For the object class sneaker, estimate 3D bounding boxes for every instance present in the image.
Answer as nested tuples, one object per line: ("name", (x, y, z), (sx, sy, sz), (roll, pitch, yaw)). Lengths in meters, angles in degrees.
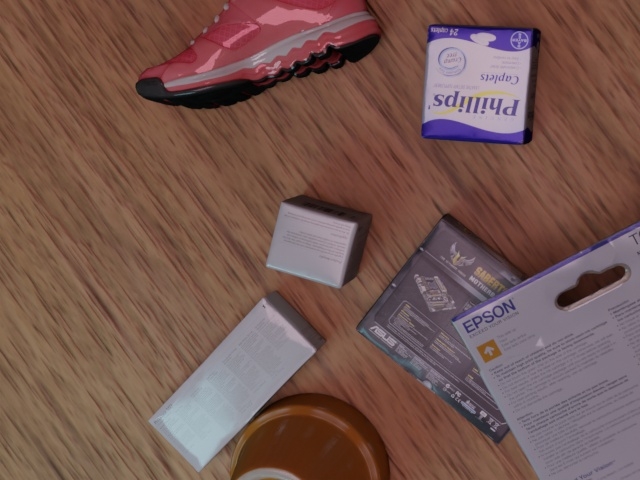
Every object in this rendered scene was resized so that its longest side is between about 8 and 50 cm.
("sneaker", (-0.086, -0.256, 1.520), (0.313, 0.116, 0.136), (-16, 83, 10))

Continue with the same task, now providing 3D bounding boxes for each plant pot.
("plant pot", (-0.032, 0.314, 1.533), (0.205, 0.188, 0.205), (2, 98, 15))

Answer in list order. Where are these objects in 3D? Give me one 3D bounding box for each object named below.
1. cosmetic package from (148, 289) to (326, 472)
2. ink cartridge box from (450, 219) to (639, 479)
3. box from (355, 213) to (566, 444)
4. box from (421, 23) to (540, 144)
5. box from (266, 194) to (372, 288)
("cosmetic package", (-0.109, 0.184, 1.602), (0.099, 0.060, 0.239), (45, 106, 3))
("ink cartridge box", (0.367, 0.147, 1.422), (0.324, 0.071, 0.330), (-28, 99, 11))
("box", (0.188, 0.108, 1.512), (0.231, 0.056, 0.183), (38, 105, 7))
("box", (0.191, -0.186, 1.460), (0.126, 0.072, 0.137), (5, 100, 15))
("box", (0.000, 0.000, 1.524), (0.101, 0.102, 0.087), (16, 100, 12))
